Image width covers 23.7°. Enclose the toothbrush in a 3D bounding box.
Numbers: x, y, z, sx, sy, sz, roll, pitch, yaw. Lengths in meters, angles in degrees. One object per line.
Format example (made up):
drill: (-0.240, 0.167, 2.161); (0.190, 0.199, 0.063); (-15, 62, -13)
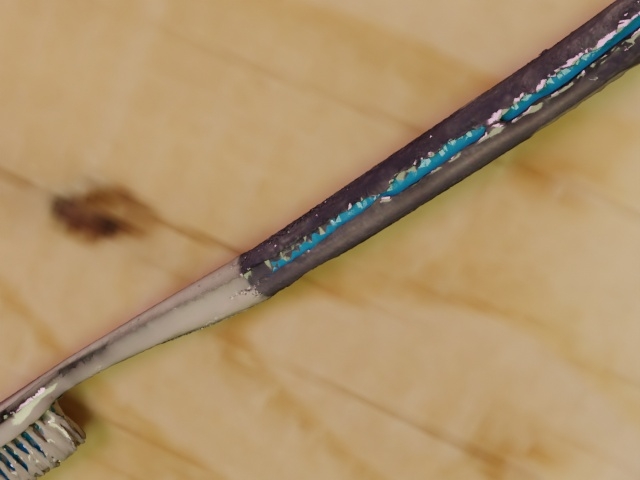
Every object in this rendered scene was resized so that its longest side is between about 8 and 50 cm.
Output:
toothbrush: (0.000, 0.000, 0.402); (0.288, 0.024, 0.026); (-34, 104, 25)
